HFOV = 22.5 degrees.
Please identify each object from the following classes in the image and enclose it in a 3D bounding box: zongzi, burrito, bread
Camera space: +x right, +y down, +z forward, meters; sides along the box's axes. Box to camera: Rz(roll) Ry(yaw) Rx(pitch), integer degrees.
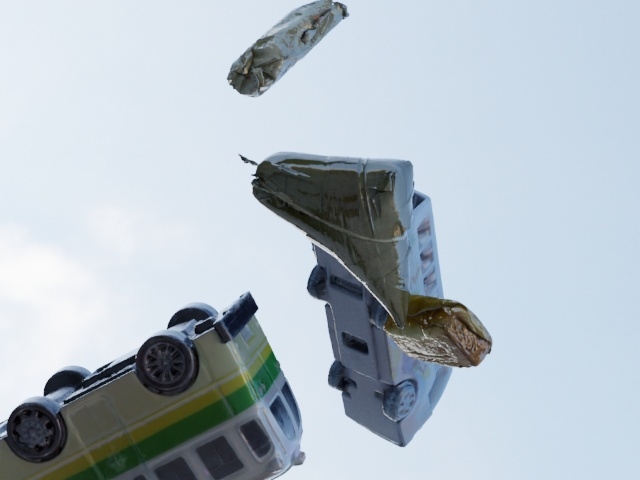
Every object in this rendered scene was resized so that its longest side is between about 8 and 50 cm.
[{"bbox_3d":[0.000,0.000,1.616,0.189,0.081,0.178,5,-70,15],"label":"zongzi"},{"bbox_3d":[-0.036,-0.196,1.609,0.055,0.149,0.041,30,-31,24],"label":"burrito"},{"bbox_3d":[0.122,0.093,1.663,0.074,0.053,0.132,46,-20,-19],"label":"bread"}]

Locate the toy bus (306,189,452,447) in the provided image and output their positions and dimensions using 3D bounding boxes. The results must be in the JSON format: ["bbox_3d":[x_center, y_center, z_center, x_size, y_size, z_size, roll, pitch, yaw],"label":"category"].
[{"bbox_3d":[0.074,0.085,1.832,0.109,0.136,0.329,25,-36,31],"label":"toy bus"}]

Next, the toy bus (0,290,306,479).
[{"bbox_3d":[-0.174,0.190,1.522,0.305,0.143,0.179,-27,-84,11],"label":"toy bus"}]
